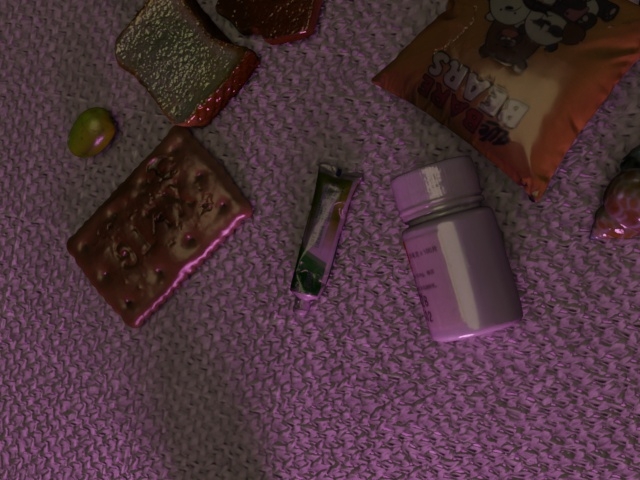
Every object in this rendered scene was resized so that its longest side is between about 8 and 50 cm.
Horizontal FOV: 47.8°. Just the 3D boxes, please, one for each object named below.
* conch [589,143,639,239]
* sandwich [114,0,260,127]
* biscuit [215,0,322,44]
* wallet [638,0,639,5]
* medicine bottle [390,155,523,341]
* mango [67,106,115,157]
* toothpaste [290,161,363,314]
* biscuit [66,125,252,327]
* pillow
[{"bbox_3d":[0.462,-0.068,0.996,0.116,0.106,0.173,33,81,33],"label":"conch"},{"bbox_3d":[-0.231,-0.313,1.220,0.186,0.065,0.214,-44,78,13],"label":"sandwich"},{"bbox_3d":[-0.092,-0.422,1.192,0.215,0.034,0.182,19,95,18],"label":"biscuit"},{"bbox_3d":[0.605,-0.328,0.977,0.310,0.042,0.165,23,96,15],"label":"wallet"},{"bbox_3d":[0.196,0.012,1.055,0.145,0.144,0.252,-16,89,17],"label":"medicine bottle"},{"bbox_3d":[-0.410,-0.190,1.284,0.108,0.056,0.073,-35,77,27],"label":"mango"},{"bbox_3d":[0.000,0.000,1.167,0.078,0.047,0.248,16,93,12],"label":"toothpaste"},{"bbox_3d":[-0.287,-0.023,1.255,0.325,0.044,0.217,-43,78,13],"label":"biscuit"},{"bbox_3d":[0.279,-0.265,1.032,0.310,0.119,0.312,39,95,16],"label":"pillow"}]
